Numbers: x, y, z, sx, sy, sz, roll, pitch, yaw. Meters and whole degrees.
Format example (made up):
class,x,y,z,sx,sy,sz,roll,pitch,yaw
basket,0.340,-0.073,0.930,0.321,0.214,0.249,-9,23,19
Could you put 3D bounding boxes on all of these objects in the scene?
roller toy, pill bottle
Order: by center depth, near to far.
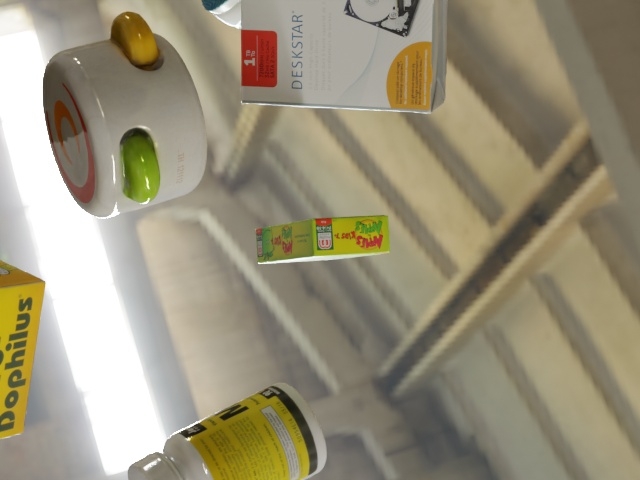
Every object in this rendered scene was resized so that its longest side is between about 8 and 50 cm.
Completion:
class,x,y,z,sx,sy,sz,roll,pitch,yaw
roller toy,-0.216,-0.134,1.760,0.191,0.146,0.209,-32,-103,65
pill bottle,-0.108,0.257,1.812,0.119,0.208,0.119,43,-34,39

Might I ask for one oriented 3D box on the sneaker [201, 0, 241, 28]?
class,x,y,z,sx,sy,sz,roll,pitch,yaw
sneaker,-0.058,-0.382,2.252,0.092,0.228,0.087,30,43,-49

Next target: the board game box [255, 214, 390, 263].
class,x,y,z,sx,sy,sz,roll,pitch,yaw
board game box,0.000,0.000,1.793,0.181,0.092,0.043,171,-85,-68

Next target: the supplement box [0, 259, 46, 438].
class,x,y,z,sx,sy,sz,roll,pitch,yaw
supplement box,-0.517,0.090,1.810,0.356,0.195,0.194,21,-72,33

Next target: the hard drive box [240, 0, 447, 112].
class,x,y,z,sx,sy,sz,roll,pitch,yaw
hard drive box,0.029,-0.248,1.852,0.089,0.232,0.181,-41,132,-69
